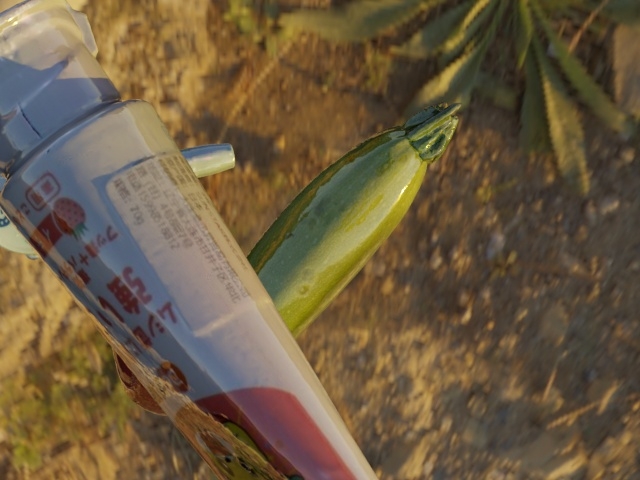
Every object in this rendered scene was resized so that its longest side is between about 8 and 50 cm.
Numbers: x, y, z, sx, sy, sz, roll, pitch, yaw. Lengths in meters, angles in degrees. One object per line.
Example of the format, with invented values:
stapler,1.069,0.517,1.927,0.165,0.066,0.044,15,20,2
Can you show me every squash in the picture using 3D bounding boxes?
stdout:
squash,0.000,0.000,1.476,0.094,0.094,0.341,48,113,13

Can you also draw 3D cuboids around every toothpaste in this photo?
toothpaste,-0.035,0.031,0.532,0.057,0.089,0.234,-35,86,-24

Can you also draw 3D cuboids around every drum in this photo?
drum,-0.212,-0.039,1.656,0.253,0.049,0.130,3,107,-14

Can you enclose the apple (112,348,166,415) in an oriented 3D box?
apple,-0.133,0.094,1.767,0.168,0.181,0.181,-5,71,-8
